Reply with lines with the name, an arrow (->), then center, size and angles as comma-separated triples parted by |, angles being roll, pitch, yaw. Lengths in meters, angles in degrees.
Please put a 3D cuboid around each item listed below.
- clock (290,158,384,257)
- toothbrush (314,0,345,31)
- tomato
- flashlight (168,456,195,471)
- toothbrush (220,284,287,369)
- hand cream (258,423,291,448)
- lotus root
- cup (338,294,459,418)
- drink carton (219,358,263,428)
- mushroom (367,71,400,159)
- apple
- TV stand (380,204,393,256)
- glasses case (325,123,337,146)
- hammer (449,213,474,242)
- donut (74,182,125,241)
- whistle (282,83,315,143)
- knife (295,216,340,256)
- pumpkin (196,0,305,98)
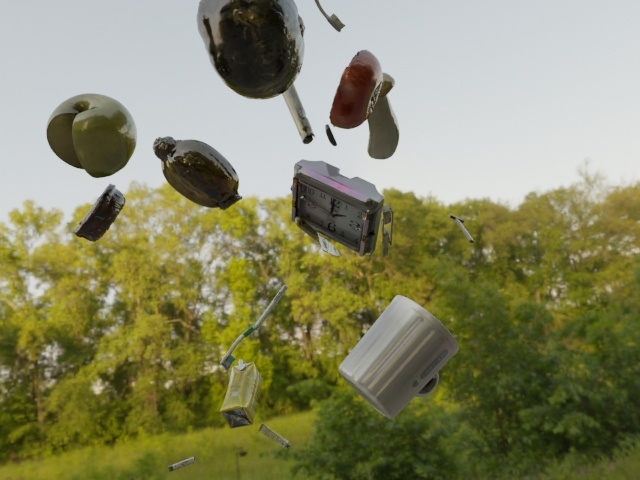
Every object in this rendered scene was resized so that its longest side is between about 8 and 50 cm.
clock -> 0.038, -0.083, 1.415 | 0.083, 0.253, 0.186 | -45, -27, -38
toothbrush -> -0.051, -0.829, 1.846 | 0.037, 0.375, 0.028 | -43, 9, -9
tomato -> 0.109, -0.397, 1.541 | 0.085, 0.224, 0.225 | 24, -7, 13
flashlight -> -0.428, 0.691, 1.766 | 0.083, 0.018, 0.018 | -21, -14, -1
toothbrush -> -0.231, 0.295, 1.942 | 0.417, 0.040, 0.042 | -54, -9, 24
hand cream -> -0.129, 0.559, 1.628 | 0.022, 0.102, 0.035 | -45, -17, -55
lotus root -> -0.252, -0.142, 1.178 | 0.210, 0.120, 0.120 | 39, -34, -18
cup -> 0.171, 0.257, 1.166 | 0.202, 0.221, 0.167 | -45, 8, -13
drink carton -> -0.185, 0.357, 1.397 | 0.075, 0.084, 0.200 | -16, 29, 15
mushroom -> 0.194, -0.410, 1.883 | 0.122, 0.159, 0.328 | -21, -37, -5
apple -> -0.781, -0.358, 1.972 | 0.292, 0.291, 0.254 | -9, -42, 1
TV stand -> 0.241, -0.033, 2.103 | 0.042, 0.036, 0.249 | -15, -41, -9
glasses case -> 0.035, -0.370, 2.027 | 0.023, 0.083, 0.033 | -23, 29, 6
hammer -> 0.511, -0.039, 2.032 | 0.063, 0.198, 0.013 | 22, -67, -15
donut -> -0.797, -0.100, 2.100 | 0.096, 0.216, 0.230 | 38, 7, -19
whistle -> -0.099, -0.538, 2.371 | 0.068, 0.326, 0.057 | -31, -28, 17
knife -> -0.002, 0.001, 1.460 | 0.017, 0.047, 0.298 | -25, -22, 11
pumpkin -> -0.225, -0.722, 2.014 | 0.344, 0.453, 0.454 | -13, -14, 14
